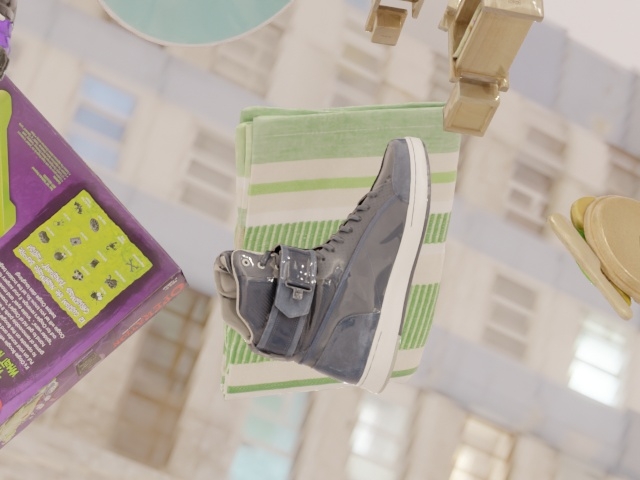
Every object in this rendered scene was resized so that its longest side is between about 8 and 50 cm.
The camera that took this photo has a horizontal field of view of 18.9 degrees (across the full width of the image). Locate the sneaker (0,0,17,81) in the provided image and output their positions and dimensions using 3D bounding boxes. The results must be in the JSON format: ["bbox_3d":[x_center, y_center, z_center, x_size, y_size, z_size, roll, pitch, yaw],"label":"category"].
[{"bbox_3d":[-0.299,-0.142,1.422,0.293,0.102,0.146,-14,-123,53],"label":"sneaker"}]

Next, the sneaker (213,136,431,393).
[{"bbox_3d":[0.000,0.000,1.622,0.086,0.163,0.226,127,-22,-71],"label":"sneaker"}]

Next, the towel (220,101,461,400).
[{"bbox_3d":[0.017,0.011,2.014,0.038,0.248,0.325,-130,-138,-58],"label":"towel"}]

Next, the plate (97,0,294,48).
[{"bbox_3d":[-0.072,-0.212,1.203,0.024,0.188,0.188,41,-75,50],"label":"plate"}]

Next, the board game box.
[{"bbox_3d":[-0.295,-0.022,1.575,0.208,0.347,0.056,-39,161,-11],"label":"board game box"}]

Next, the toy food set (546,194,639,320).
[{"bbox_3d":[0.281,0.011,1.741,0.132,0.192,0.038,55,-48,14],"label":"toy food set"}]

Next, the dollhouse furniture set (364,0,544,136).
[{"bbox_3d":[0.104,-0.204,1.811,0.182,0.161,0.101,114,-18,-52],"label":"dollhouse furniture set"}]
